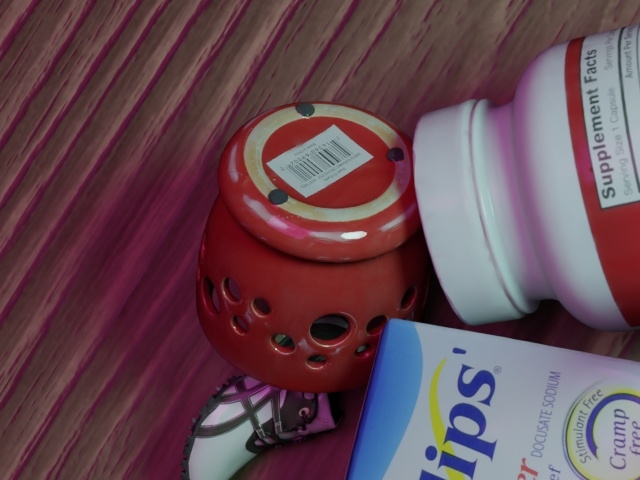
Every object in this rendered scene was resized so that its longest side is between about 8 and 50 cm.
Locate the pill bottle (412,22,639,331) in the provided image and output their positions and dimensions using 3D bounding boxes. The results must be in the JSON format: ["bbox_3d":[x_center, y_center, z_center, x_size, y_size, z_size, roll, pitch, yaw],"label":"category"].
[{"bbox_3d":[0.287,-0.058,1.351,0.408,0.229,0.229,-13,70,19],"label":"pill bottle"}]

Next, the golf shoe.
[{"bbox_3d":[-0.037,0.145,1.511,0.094,0.077,0.198,37,92,27],"label":"golf shoe"}]

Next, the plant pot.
[{"bbox_3d":[0.000,0.000,1.444,0.191,0.174,0.191,5,47,-5],"label":"plant pot"}]

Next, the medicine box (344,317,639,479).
[{"bbox_3d":[0.170,0.220,1.362,0.289,0.149,0.263,9,78,24],"label":"medicine box"}]
